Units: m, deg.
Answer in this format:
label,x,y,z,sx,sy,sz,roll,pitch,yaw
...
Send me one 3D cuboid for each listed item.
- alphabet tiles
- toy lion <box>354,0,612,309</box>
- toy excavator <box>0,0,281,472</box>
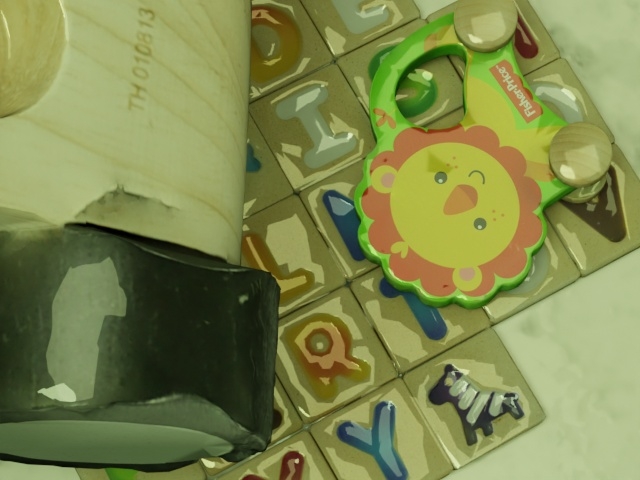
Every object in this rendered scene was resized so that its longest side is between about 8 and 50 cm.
label,x,y,z,sx,sy,sz,roll,pitch,yaw
alphabet tiles,0.000,0.000,0.692,0.237,0.009,0.198,-28,77,-11
toy lion,0.051,-0.029,0.686,0.096,0.034,0.100,-32,78,-4
toy excavator,-0.286,-0.038,0.588,0.433,0.445,0.222,14,70,-42
